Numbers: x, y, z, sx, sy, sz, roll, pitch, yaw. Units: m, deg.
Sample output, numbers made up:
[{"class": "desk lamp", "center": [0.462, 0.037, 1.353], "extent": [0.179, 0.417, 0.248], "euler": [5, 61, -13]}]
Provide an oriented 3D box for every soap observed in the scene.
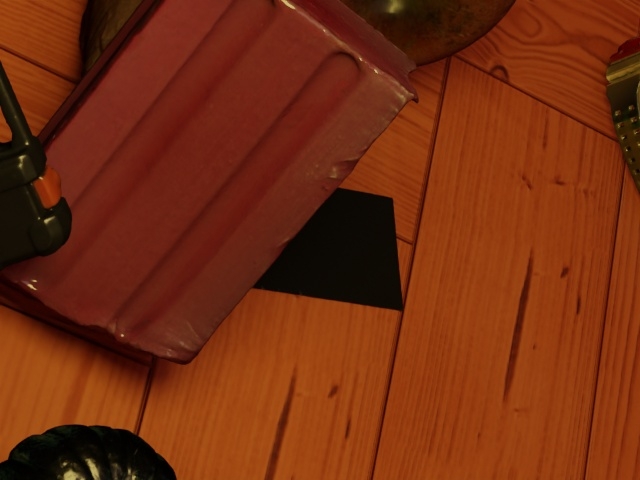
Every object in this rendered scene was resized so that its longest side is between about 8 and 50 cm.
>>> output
[{"class": "soap", "center": [-0.113, -0.076, 1.753], "extent": [0.233, 0.359, 0.128], "euler": [36, 18, -14]}]

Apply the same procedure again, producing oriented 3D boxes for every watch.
[{"class": "watch", "center": [0.418, -0.112, 2.288], "extent": [0.165, 0.102, 0.268], "euler": [-18, 88, -38]}]

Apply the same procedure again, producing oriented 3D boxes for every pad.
[{"class": "pad", "center": [0.000, 0.000, 2.012], "extent": [0.190, 0.004, 0.127], "euler": [9, 65, -29]}]

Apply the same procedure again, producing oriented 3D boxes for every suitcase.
[{"class": "suitcase", "center": [-0.349, -0.094, 1.654], "extent": [0.066, 0.206, 0.285], "euler": [-83, 153, -69]}]

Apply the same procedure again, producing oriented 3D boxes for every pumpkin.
[{"class": "pumpkin", "center": [-0.202, 0.251, 1.687], "extent": [0.194, 0.150, 0.194], "euler": [0, 94, -4]}]

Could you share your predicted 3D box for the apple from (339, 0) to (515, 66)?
[{"class": "apple", "center": [0.054, -0.351, 2.013], "extent": [0.339, 0.338, 0.305], "euler": [15, 42, -27]}]

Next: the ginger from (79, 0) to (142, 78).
[{"class": "ginger", "center": [-0.150, -0.219, 1.889], "extent": [0.130, 0.221, 0.275], "euler": [15, 70, -17]}]
